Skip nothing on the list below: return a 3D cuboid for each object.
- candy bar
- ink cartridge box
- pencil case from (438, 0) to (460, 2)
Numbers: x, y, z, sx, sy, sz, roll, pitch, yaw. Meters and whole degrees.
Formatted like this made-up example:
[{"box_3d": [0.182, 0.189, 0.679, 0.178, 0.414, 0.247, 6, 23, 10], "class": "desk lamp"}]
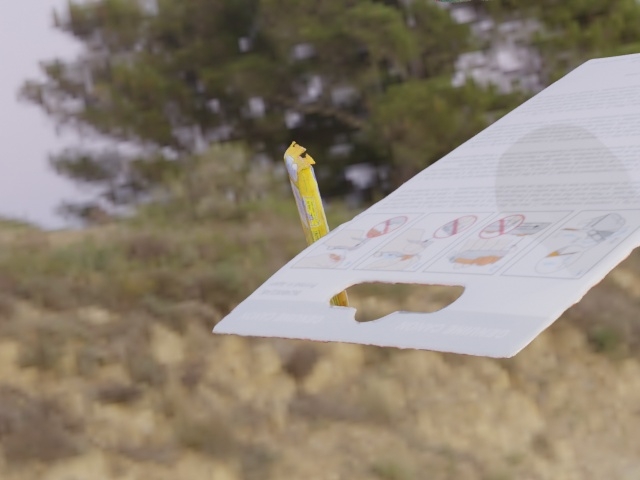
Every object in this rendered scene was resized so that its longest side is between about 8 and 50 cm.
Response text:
[{"box_3d": [0.000, 0.000, 1.362, 0.018, 0.161, 0.040, -21, 31, -11], "class": "candy bar"}, {"box_3d": [0.164, -0.007, 1.124, 0.385, 0.091, 0.308, -36, 19, -29], "class": "ink cartridge box"}, {"box_3d": [0.102, -0.218, 1.281, 0.104, 0.104, 0.236, -10, 5, 0], "class": "pencil case"}]
